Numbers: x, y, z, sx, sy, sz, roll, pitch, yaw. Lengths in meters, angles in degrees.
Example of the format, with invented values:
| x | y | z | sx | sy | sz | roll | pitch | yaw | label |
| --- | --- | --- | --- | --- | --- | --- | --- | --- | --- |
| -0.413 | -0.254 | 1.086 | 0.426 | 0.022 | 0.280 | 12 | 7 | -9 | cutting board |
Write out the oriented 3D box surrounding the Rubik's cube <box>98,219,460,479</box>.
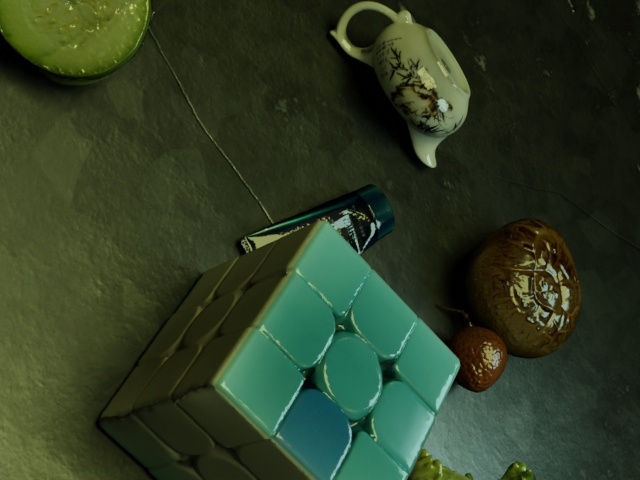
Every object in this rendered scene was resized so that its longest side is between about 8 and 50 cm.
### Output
| x | y | z | sx | sy | sz | roll | pitch | yaw | label |
| --- | --- | --- | --- | --- | --- | --- | --- | --- | --- |
| -0.050 | 0.198 | 1.435 | 0.290 | 0.291 | 0.291 | 47 | 50 | -17 | Rubik's cube |

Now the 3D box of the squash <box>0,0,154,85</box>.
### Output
| x | y | z | sx | sy | sz | roll | pitch | yaw | label |
| --- | --- | --- | --- | --- | --- | --- | --- | --- | --- |
| -0.318 | -0.313 | 1.446 | 0.220 | 0.133 | 0.220 | -3 | 100 | -16 | squash |

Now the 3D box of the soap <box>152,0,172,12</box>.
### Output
| x | y | z | sx | sy | sz | roll | pitch | yaw | label |
| --- | --- | --- | --- | --- | --- | --- | --- | --- | --- |
| -0.217 | -0.432 | 1.524 | 0.173 | 0.274 | 0.089 | 30 | 60 | -28 | soap |

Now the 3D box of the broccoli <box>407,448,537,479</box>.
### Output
| x | y | z | sx | sy | sz | roll | pitch | yaw | label |
| --- | --- | --- | --- | --- | --- | --- | --- | --- | --- |
| 0.230 | 0.415 | 1.593 | 0.293 | 0.281 | 0.348 | -38 | 96 | -43 | broccoli |

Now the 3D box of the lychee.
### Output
| x | y | z | sx | sy | sz | roll | pitch | yaw | label |
| --- | --- | --- | --- | --- | --- | --- | --- | --- | --- |
| 0.253 | 0.180 | 1.813 | 0.114 | 0.101 | 0.140 | 21 | 69 | -22 | lychee |

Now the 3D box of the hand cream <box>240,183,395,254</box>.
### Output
| x | y | z | sx | sy | sz | roll | pitch | yaw | label |
| --- | --- | --- | --- | --- | --- | --- | --- | --- | --- |
| 0.000 | 0.000 | 1.708 | 0.270 | 0.061 | 0.120 | -28 | 99 | -34 | hand cream |

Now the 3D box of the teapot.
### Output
| x | y | z | sx | sy | sz | roll | pitch | yaw | label |
| --- | --- | --- | --- | --- | --- | --- | --- | --- | --- |
| 0.148 | -0.281 | 1.872 | 0.299 | 0.166 | 0.208 | 46 | 33 | -5 | teapot |

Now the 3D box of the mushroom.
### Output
| x | y | z | sx | sy | sz | roll | pitch | yaw | label |
| --- | --- | --- | --- | --- | --- | --- | --- | --- | --- |
| 0.354 | 0.081 | 1.902 | 0.253 | 0.153 | 0.253 | 14 | 69 | -42 | mushroom |
